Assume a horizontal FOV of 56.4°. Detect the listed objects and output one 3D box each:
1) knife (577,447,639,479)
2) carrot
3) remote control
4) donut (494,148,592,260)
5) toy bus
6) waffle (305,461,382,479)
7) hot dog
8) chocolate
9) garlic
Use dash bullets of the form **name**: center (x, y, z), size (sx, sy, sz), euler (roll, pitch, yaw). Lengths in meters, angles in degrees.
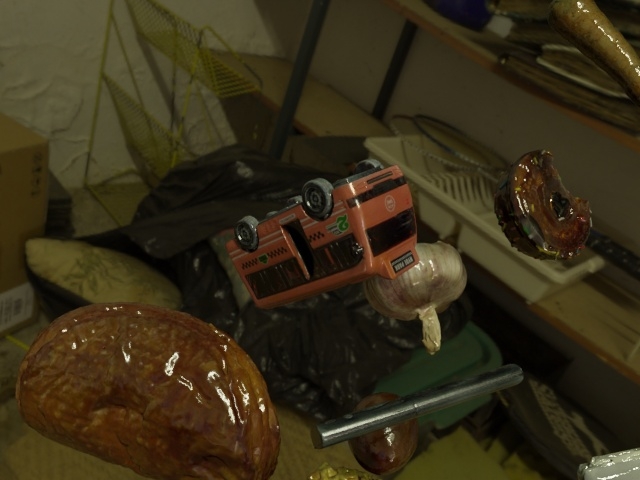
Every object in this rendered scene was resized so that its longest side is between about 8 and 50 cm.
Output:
- **knife**: center (0.657, 0.453, 1.218), size (0.265, 0.073, 0.040), euler (-14, 2, 1)
- **carrot**: center (0.487, -0.303, 0.996), size (0.078, 0.078, 0.298), euler (-8, 60, -43)
- **remote control**: center (0.168, 0.287, 1.043), size (0.377, 0.107, 0.044), euler (-13, 67, -14)
- **donut**: center (0.447, -0.058, 1.220), size (0.230, 0.096, 0.216), euler (38, 61, -18)
- **toy bus**: center (0.000, 0.000, 1.271), size (0.203, 0.426, 0.233), euler (-26, 93, -44)
- **waffle**: center (0.052, 0.648, 1.314), size (0.281, 0.058, 0.301), euler (-40, 62, -11)
- **hot dog**: center (-0.235, 0.231, 0.852), size (0.387, 0.267, 0.174), euler (16, 34, 10)
- **chocolate**: center (0.126, 0.412, 1.263), size (0.176, 0.177, 0.177), euler (16, 27, -8)
- **garlic**: center (0.231, 0.140, 1.396), size (0.244, 0.245, 0.253), euler (3, 66, -31)
